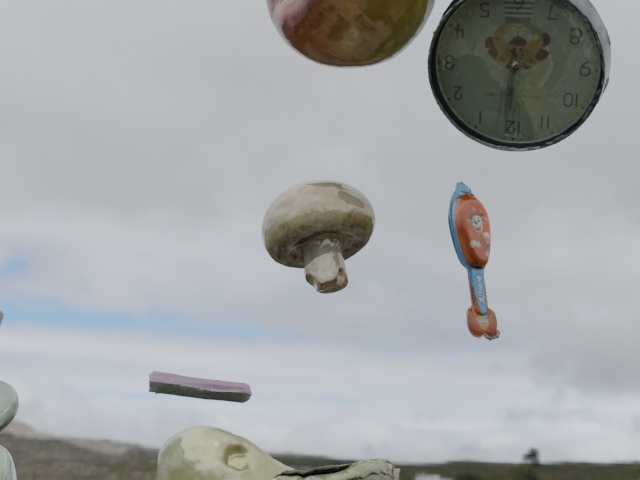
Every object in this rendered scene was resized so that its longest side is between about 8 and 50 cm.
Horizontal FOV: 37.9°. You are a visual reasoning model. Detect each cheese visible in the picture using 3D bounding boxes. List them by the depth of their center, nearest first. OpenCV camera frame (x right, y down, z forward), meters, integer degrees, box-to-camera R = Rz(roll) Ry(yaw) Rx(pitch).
[{"bbox_3d":[-0.088,0.353,1.195,0.174,0.251,0.248,-36,-25,32],"label":"cheese"},{"bbox_3d":[0.244,0.031,1.471,0.037,0.256,0.106,-17,-15,42],"label":"cheese"}]

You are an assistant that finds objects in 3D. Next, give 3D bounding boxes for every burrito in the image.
[{"bbox_3d":[0.002,0.231,0.845,0.188,0.058,0.045,1,22,-32],"label":"burrito"}]

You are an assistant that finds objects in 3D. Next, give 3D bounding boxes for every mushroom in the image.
[{"bbox_3d":[0.000,0.000,1.614,0.204,0.204,0.204,2,-15,1],"label":"mushroom"}]

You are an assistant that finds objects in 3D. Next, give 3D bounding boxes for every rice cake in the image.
[{"bbox_3d":[-0.238,0.291,1.843,0.207,0.047,0.036,8,-56,-4],"label":"rice cake"}]

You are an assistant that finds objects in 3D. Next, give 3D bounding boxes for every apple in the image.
[{"bbox_3d":[0.067,-0.519,1.902,0.305,0.338,0.338,5,-14,-36],"label":"apple"}]

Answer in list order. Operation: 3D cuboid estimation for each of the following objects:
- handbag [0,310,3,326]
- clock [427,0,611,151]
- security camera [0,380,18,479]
[{"bbox_3d":[-0.607,0.188,1.388,0.178,0.275,0.302,24,-13,-2],"label":"handbag"},{"bbox_3d":[0.332,-0.299,1.587,0.313,0.312,0.061,-5,26,25],"label":"clock"},{"bbox_3d":[-0.421,0.251,1.059,0.157,0.080,0.301,-10,23,-15],"label":"security camera"}]
